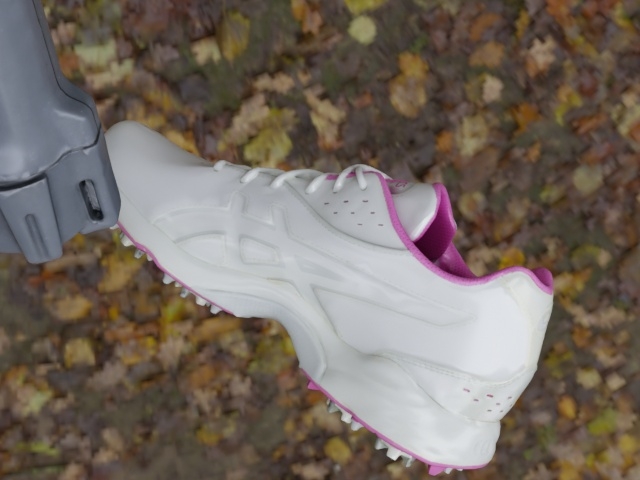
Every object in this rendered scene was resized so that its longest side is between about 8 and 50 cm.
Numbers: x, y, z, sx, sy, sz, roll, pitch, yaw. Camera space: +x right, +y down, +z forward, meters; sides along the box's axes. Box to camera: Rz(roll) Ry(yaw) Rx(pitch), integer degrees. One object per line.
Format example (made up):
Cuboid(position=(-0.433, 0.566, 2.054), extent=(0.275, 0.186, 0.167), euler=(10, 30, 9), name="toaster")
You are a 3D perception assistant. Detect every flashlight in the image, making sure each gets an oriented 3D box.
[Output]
Cuboid(position=(-0.175, -0.115, 0.612), extent=(0.103, 0.103, 0.304), euler=(-32, 143, -22), name="flashlight")

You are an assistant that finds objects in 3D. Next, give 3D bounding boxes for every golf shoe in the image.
Cuboid(position=(0.000, 0.000, 0.824), extent=(0.306, 0.115, 0.140), euler=(36, 105, 16), name="golf shoe")
